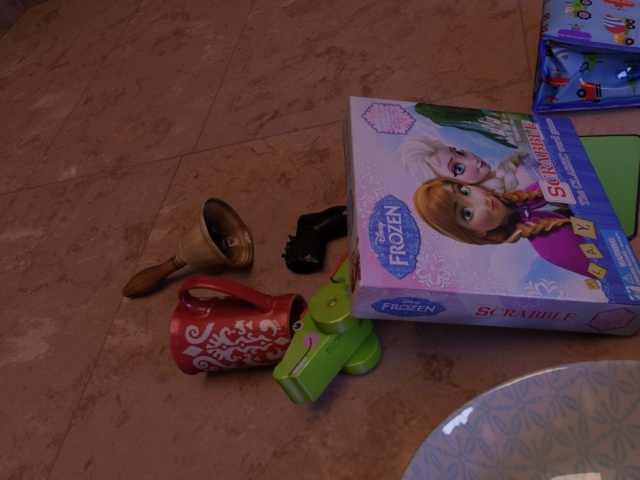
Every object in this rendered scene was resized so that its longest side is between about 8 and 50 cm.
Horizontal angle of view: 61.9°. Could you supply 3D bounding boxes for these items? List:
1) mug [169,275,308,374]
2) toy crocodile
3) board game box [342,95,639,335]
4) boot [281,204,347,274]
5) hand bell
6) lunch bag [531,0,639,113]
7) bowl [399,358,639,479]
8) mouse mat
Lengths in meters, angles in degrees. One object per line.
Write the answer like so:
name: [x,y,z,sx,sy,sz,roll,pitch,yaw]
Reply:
mug: [-0.112,0.120,0.726,0.169,0.150,0.113,-6,65,17]
toy crocodile: [0.054,0.062,0.707,0.105,0.115,0.340,19,61,41]
board game box: [0.190,-0.045,0.654,0.318,0.065,0.318,4,50,-6]
boot: [0.000,0.000,0.834,0.121,0.045,0.099,-9,47,30]
hand bell: [-0.247,0.037,0.907,0.242,0.126,0.126,-28,44,20]
lunch bag: [0.485,-0.310,0.801,0.293,0.138,0.220,7,53,20]
bowl: [0.218,0.237,0.410,0.290,0.156,0.289,-24,12,5]
mouse mat: [0.358,-0.079,0.743,0.153,0.007,0.189,5,55,31]
